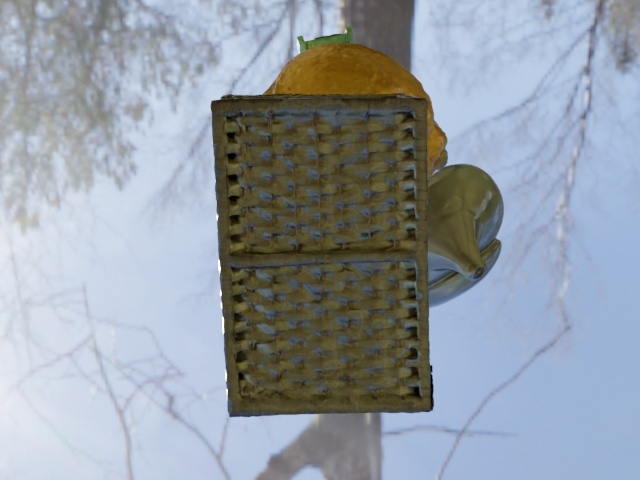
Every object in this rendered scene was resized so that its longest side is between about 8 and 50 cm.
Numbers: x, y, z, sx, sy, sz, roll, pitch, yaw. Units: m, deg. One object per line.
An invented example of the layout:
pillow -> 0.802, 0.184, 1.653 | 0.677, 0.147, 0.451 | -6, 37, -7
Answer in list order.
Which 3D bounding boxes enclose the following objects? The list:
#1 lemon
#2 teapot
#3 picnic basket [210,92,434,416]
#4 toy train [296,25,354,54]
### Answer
lemon -> 0.032, -0.108, 1.055 | 0.187, 0.142, 0.142 | 21, -151, 3
teapot -> 0.092, 0.030, 1.411 | 0.318, 0.149, 0.220 | -31, -178, 29
picnic basket -> 0.000, 0.000, 0.742 | 0.134, 0.196, 0.154 | -3, -172, 1
toy train -> 0.013, -0.148, 1.214 | 0.099, 0.149, 0.081 | -13, -119, -8
